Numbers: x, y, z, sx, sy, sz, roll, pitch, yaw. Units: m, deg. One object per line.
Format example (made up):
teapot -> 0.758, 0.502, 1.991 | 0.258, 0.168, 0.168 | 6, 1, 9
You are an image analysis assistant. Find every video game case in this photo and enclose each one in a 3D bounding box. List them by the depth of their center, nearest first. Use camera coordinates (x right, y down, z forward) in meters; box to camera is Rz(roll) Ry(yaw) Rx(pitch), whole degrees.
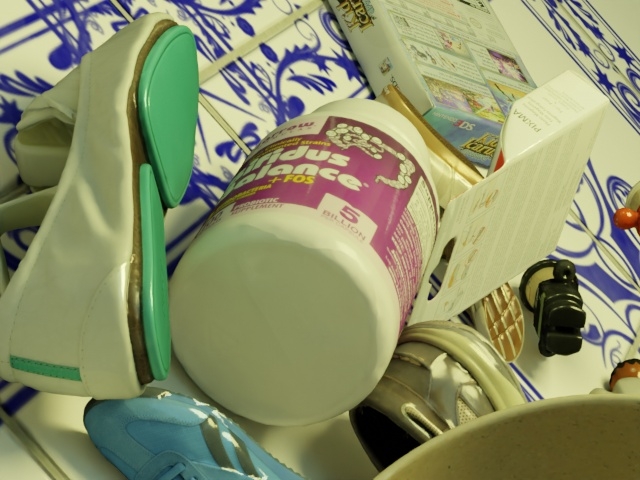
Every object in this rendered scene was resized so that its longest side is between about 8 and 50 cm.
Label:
video game case -> 0.133, -0.194, 1.956 | 0.269, 0.061, 0.244 | 13, 43, -49

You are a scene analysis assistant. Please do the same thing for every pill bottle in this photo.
pill bottle -> 0.000, 0.000, 1.394 | 0.169, 0.169, 0.301 | 44, 27, -10

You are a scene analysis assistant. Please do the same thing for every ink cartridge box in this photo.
ink cartridge box -> 0.145, -0.026, 1.573 | 0.232, 0.189, 0.066 | -27, 56, -36

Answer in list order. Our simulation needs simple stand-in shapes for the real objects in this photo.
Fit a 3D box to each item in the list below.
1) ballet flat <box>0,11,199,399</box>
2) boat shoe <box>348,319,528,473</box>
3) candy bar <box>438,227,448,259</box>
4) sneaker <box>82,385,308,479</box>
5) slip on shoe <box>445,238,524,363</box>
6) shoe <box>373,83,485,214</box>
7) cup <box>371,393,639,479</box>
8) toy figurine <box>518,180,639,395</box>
ballet flat -> -0.161, -0.040, 1.258 | 0.139, 0.139, 0.400 | 36, 29, -23
boat shoe -> 0.132, 0.236, 1.371 | 0.130, 0.132, 0.355 | -33, 88, -36
candy bar -> 0.126, 0.004, 1.741 | 0.161, 0.018, 0.040 | 17, 41, -45
sneaker -> -0.069, 0.172, 1.185 | 0.209, 0.069, 0.082 | 37, 33, -23
slip on shoe -> 0.150, 0.053, 1.690 | 0.051, 0.041, 0.135 | -14, 81, -37
shoe -> 0.121, -0.063, 1.790 | 0.219, 0.058, 0.076 | 44, 7, -19
cup -> 0.176, 0.294, 1.176 | 0.331, 0.331, 0.237 | -82, 159, -56
toy figurine -> 0.320, 0.068, 1.746 | 0.209, 0.213, 0.148 | 46, 11, -13
